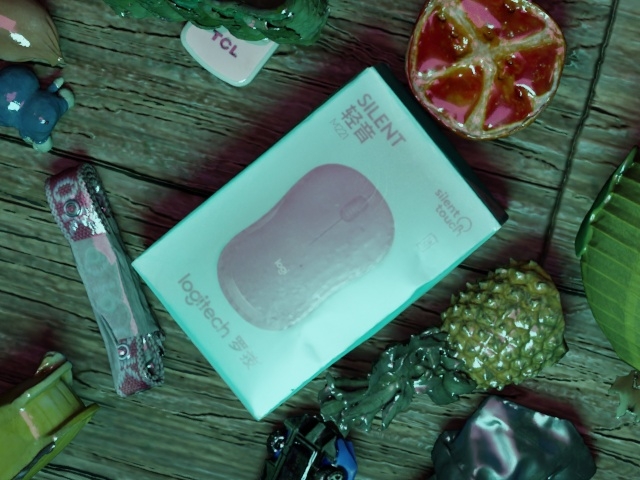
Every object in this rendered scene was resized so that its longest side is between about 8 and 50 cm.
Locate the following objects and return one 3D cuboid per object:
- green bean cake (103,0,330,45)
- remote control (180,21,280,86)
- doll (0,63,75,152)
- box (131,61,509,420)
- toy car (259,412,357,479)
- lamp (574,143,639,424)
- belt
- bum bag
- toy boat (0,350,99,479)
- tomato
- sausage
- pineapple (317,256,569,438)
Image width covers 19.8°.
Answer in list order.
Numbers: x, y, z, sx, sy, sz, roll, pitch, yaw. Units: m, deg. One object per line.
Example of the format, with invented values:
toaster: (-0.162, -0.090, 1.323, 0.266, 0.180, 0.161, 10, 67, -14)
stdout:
green bean cake: (-0.094, -0.318, 1.717, 0.255, 0.132, 0.241, 11, 89, 19)
remote control: (-0.053, -0.242, 1.788, 0.087, 0.029, 0.190, 40, 96, 1)
doll: (-0.289, -0.138, 1.803, 0.083, 0.050, 0.076, 32, 91, 3)
box: (0.000, 0.000, 1.756, 0.311, 0.118, 0.205, -38, 92, 6)
toy car: (-0.031, 0.277, 1.792, 0.063, 0.103, 0.216, 17, 100, -41)
lamp: (0.348, 0.043, 1.668, 0.250, 0.250, 0.284, 28, 90, 2)
belt: (-0.207, 0.037, 1.800, 0.053, 0.071, 0.232, -20, 89, 12)
bum bag: (0.126, 0.274, 1.788, 0.137, 0.074, 0.310, 44, 96, -9)
toy boat: (-0.346, 0.228, 1.794, 0.321, 0.121, 0.089, -39, 91, 19)
tomato: (0.155, -0.167, 1.756, 0.156, 0.069, 0.155, 0, 85, 0)
sausage: (-0.444, -0.268, 1.787, 0.433, 0.088, 0.088, 22, 95, 2)
pineapple: (0.113, 0.110, 1.742, 0.251, 0.125, 0.125, -25, 92, 0)
